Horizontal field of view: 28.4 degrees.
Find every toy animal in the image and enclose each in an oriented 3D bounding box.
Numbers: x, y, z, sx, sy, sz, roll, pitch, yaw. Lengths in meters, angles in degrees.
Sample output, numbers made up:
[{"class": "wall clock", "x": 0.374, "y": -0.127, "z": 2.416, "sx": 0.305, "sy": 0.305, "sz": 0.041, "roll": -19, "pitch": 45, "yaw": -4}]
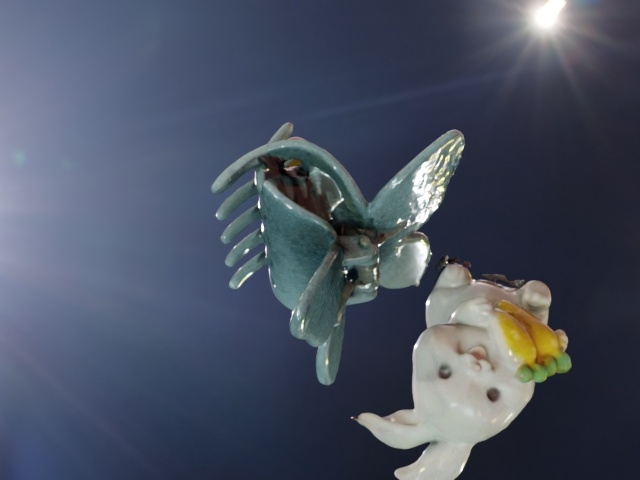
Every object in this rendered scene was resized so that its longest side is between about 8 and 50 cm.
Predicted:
[{"class": "toy animal", "x": 0.199, "y": 0.172, "z": 1.723, "sx": 0.183, "sy": 0.247, "sz": 0.310, "roll": 35, "pitch": -138, "yaw": -10}]

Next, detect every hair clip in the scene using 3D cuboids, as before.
[{"class": "hair clip", "x": 0.000, "y": 0.000, "z": 1.839, "sx": 0.238, "sy": 0.392, "sz": 0.318, "roll": 30, "pitch": 153, "yaw": 21}]

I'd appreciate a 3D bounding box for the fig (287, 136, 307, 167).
[{"class": "fig", "x": -0.048, "y": -0.139, "z": 2.208, "sx": 0.074, "sy": 0.074, "sz": 0.088, "roll": 37, "pitch": -149, "yaw": 1}]
